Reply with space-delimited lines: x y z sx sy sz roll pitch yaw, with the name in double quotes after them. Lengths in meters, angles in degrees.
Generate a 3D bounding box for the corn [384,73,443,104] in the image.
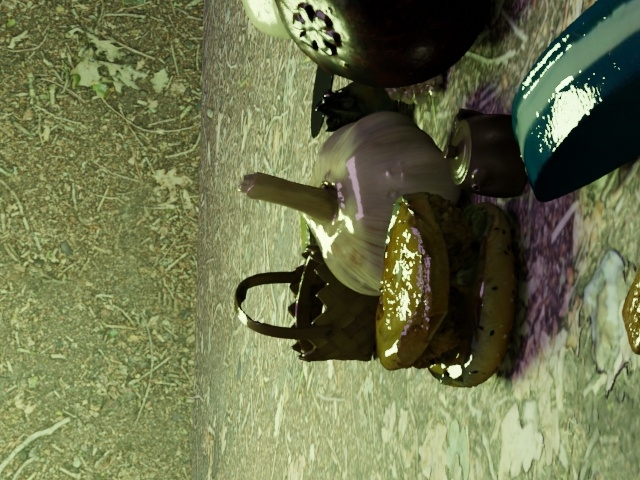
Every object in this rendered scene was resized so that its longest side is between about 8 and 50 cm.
0.079 -0.221 1.474 0.211 0.087 0.087 -106 24 -61 "corn"

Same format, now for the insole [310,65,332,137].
0.015 -0.302 1.972 0.109 0.007 0.322 -109 27 -58 "insole"

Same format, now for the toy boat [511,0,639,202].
0.195 -0.095 0.889 0.299 0.096 0.061 124 140 -69 "toy boat"

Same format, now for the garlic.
0.022 -0.038 1.313 0.199 0.226 0.199 -5 84 57 "garlic"

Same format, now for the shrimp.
0.031 -0.092 1.478 0.262 0.051 0.198 -11 -63 -73 "shrimp"

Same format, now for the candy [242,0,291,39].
0.001 -0.384 1.556 0.295 0.185 0.295 -55 1 1 "candy"

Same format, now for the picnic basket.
-0.016 0.076 1.570 0.128 0.178 0.138 -108 26 -59 "picnic basket"

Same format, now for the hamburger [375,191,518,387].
0.116 0.039 1.181 0.185 0.113 0.177 -89 5 -53 "hamburger"

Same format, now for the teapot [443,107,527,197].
0.144 -0.083 1.163 0.121 0.068 0.076 -99 19 -48 "teapot"

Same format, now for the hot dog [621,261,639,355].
0.237 -0.048 0.741 0.083 0.068 0.289 -63 -15 -54 "hot dog"

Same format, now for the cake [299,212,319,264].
0.000 0.000 1.827 0.055 0.051 0.140 120 150 -59 "cake"

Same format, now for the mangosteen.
0.081 -0.279 1.290 0.261 0.235 0.235 -43 -6 -25 "mangosteen"
